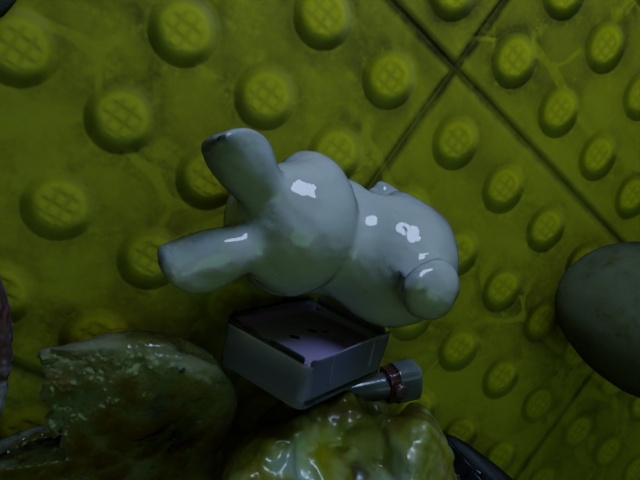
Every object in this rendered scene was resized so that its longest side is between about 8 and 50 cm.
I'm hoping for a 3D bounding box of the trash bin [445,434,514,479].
[{"bbox_3d":[0.207,0.515,1.028,0.301,0.203,0.252,-53,155,1],"label":"trash bin"}]

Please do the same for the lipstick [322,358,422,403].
[{"bbox_3d":[0.067,0.237,0.956,0.187,0.057,0.063,-7,110,-19],"label":"lipstick"}]

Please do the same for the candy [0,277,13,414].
[{"bbox_3d":[-0.437,0.099,0.623,0.215,0.157,0.289,-14,112,-24],"label":"candy"}]

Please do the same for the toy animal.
[{"bbox_3d":[-0.002,-0.002,0.737,0.368,0.241,0.196,18,97,-28],"label":"toy animal"}]

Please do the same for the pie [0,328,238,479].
[{"bbox_3d":[-0.246,0.243,0.765,0.338,0.075,0.337,-15,131,-18],"label":"pie"}]

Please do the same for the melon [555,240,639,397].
[{"bbox_3d":[0.541,0.128,0.987,0.272,0.308,0.271,-33,130,-50],"label":"melon"}]

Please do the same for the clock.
[{"bbox_3d":[-0.014,0.139,0.797,0.193,0.145,0.073,-5,113,-55],"label":"clock"}]

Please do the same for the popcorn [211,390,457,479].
[{"bbox_3d":[0.017,0.351,0.817,0.335,0.293,0.292,4,128,-7],"label":"popcorn"}]

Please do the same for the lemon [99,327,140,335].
[{"bbox_3d":[-0.259,0.142,0.772,0.083,0.062,0.062,-34,118,-14],"label":"lemon"}]

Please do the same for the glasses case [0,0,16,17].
[{"bbox_3d":[-0.410,-0.341,0.533,0.323,0.074,0.131,31,92,-29],"label":"glasses case"}]
